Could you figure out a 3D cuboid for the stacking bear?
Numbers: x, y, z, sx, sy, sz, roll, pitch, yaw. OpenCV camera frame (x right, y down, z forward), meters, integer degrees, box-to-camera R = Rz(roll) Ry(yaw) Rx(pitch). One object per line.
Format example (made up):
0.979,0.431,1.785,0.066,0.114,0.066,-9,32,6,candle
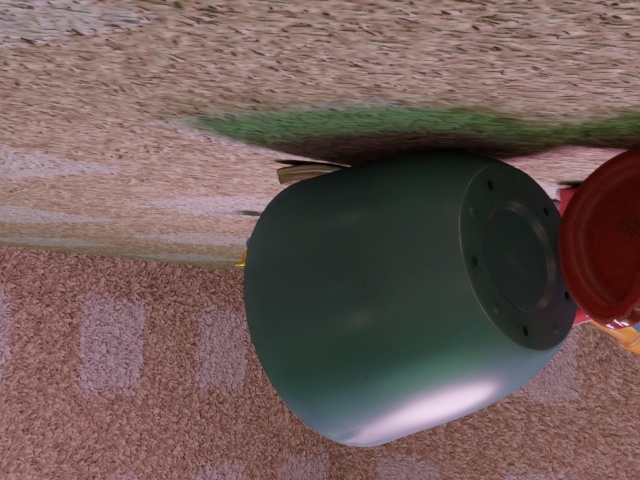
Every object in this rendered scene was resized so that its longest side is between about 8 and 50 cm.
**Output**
0.376,0.045,1.108,0.289,0.175,0.164,33,-169,-32,stacking bear

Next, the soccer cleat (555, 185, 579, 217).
0.360,-0.015,1.416,0.095,0.083,0.248,15,178,31,soccer cleat

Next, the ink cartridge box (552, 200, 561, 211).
0.264,-0.014,1.582,0.207,0.046,0.097,-1,158,36,ink cartridge box

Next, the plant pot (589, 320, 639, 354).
0.532,0.085,2.037,0.187,0.205,0.205,18,174,-7,plant pot

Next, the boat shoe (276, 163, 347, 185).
0.012,-0.058,1.284,0.135,0.045,0.050,5,175,-31,boat shoe

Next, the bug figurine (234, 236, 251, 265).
0.000,0.000,1.884,0.278,0.072,0.216,-2,-178,-1,bug figurine

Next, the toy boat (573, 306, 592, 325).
0.342,0.042,1.659,0.231,0.151,0.151,-16,159,0,toy boat

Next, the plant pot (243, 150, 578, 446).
0.110,0.043,1.141,0.293,0.293,0.235,7,160,-44,plant pot
